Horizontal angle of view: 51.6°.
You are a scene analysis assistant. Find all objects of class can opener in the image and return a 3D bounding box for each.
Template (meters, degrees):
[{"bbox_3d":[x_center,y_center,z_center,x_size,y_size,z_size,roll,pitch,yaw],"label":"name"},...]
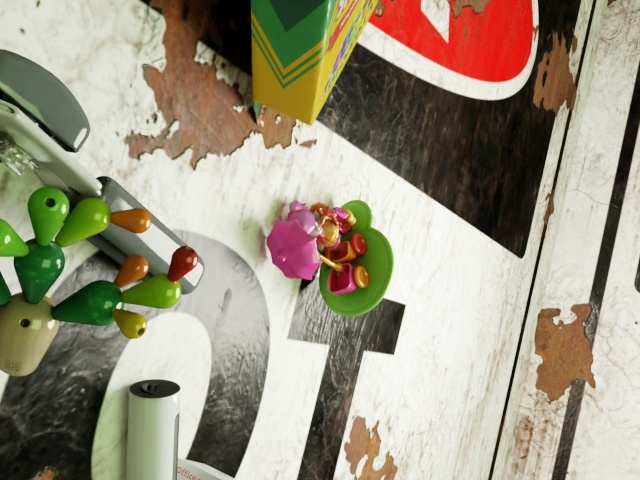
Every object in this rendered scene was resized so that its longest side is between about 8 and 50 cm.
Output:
[{"bbox_3d":[-0.194,-0.044,0.593,0.093,0.074,0.280,-63,143,-24],"label":"can opener"}]

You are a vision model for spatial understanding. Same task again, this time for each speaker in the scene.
[{"bbox_3d":[-0.179,0.219,0.705,0.055,0.055,0.136,-8,105,-55],"label":"speaker"}]

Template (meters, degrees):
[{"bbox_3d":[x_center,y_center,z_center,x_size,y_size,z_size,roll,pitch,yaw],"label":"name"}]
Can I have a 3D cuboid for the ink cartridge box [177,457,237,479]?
[{"bbox_3d":[-0.145,0.321,0.750,0.052,0.088,0.123,44,63,-48],"label":"ink cartridge box"}]

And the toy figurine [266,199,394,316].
[{"bbox_3d":[0.000,0.000,0.875,0.159,0.130,0.173,25,56,-46],"label":"toy figurine"}]

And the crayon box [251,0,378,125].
[{"bbox_3d":[0.005,-0.263,0.687,0.318,0.081,0.202,104,11,-70],"label":"crayon box"}]

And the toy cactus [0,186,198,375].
[{"bbox_3d":[-0.222,0.042,0.522,0.218,0.112,0.181,11,124,-25],"label":"toy cactus"}]
